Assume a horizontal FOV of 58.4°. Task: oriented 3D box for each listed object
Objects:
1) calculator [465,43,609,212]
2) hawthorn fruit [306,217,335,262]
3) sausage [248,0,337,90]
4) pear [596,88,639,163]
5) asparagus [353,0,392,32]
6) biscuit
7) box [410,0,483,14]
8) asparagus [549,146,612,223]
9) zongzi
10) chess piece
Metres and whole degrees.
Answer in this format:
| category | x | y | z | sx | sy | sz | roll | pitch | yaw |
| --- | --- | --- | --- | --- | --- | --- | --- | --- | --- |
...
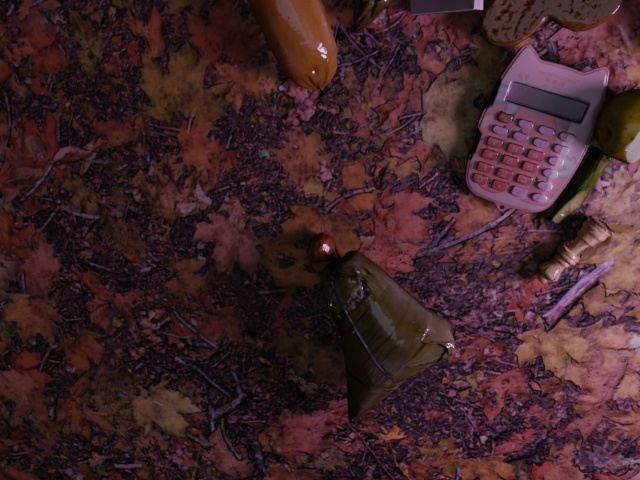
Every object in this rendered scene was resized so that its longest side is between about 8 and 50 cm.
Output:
| category | x | y | z | sx | sy | sz | roll | pitch | yaw |
| --- | --- | --- | --- | --- | --- | --- | --- | --- | --- |
| calculator | 0.424 | -0.211 | 1.161 | 0.220 | 0.048 | 0.329 | 19 | 112 | 4 |
| hawthorn fruit | 0.000 | 0.000 | 1.302 | 0.067 | 0.067 | 0.103 | -1 | 95 | 11 |
| sausage | -0.067 | -0.465 | 1.143 | 0.134 | 0.116 | 0.353 | -26 | 105 | 7 |
| pear | 0.585 | -0.224 | 1.089 | 0.141 | 0.141 | 0.104 | -51 | 52 | 20 |
| asparagus | 0.131 | -0.511 | 1.075 | 0.080 | 0.080 | 0.287 | 36 | 136 | -2 |
| biscuit | 0.412 | -0.588 | 1.032 | 0.283 | 0.064 | 0.431 | -4 | 105 | 22 |
| box | 0.239 | -0.497 | 1.077 | 0.130 | 0.051 | 0.129 | 10 | 111 | 35 |
| asparagus | 0.532 | -0.106 | 1.173 | 0.045 | 0.041 | 0.178 | 29 | 111 | 10 |
| zongzi | 0.075 | 0.230 | 1.316 | 0.323 | 0.160 | 0.360 | 42 | 117 | 2 |
| chess piece | 0.527 | 0.027 | 1.210 | 0.060 | 0.060 | 0.172 | 39 | 112 | -3 |
